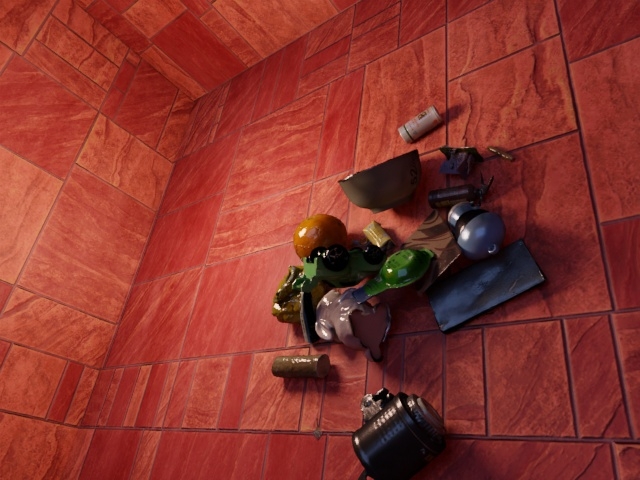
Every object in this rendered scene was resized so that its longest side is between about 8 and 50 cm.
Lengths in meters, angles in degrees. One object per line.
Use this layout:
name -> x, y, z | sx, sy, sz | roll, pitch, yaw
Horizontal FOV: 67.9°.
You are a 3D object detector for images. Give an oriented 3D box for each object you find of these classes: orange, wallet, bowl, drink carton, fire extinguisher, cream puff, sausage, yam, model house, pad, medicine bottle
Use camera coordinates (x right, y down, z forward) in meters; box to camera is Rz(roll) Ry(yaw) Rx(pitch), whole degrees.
orange -> 0.000, 0.000, 2.059 | 0.240, 0.240, 0.240 | -24, 49, 30
wallet -> 0.539, 0.155, 1.591 | 0.379, 0.046, 0.191 | -32, 46, 21
bowl -> 0.264, -0.224, 1.955 | 0.353, 0.354, 0.185 | -19, 94, 33
drink carton -> 0.234, -0.027, 1.981 | 0.084, 0.074, 0.200 | -45, 43, 9
fire extinguisher -> 0.531, -0.187, 1.794 | 0.252, 0.106, 0.075 | -8, 23, 38
cream puff -> -0.109, 0.222, 2.040 | 0.281, 0.185, 0.282 | -20, 52, 28
sausage -> 0.686, -0.334, 1.815 | 0.024, 0.024, 0.132 | -48, 42, 5
yam -> -0.084, 0.501, 1.890 | 0.259, 0.093, 0.093 | -12, 55, 37
model house -> 0.538, -0.302, 1.864 | 0.167, 0.117, 0.088 | 13, 75, 43
pad -> 0.392, 0.032, 1.735 | 0.220, 0.004, 0.330 | -51, 21, 22
medicine bottle -> 0.446, -0.515, 2.117 | 0.183, 0.086, 0.086 | -32, 45, 22

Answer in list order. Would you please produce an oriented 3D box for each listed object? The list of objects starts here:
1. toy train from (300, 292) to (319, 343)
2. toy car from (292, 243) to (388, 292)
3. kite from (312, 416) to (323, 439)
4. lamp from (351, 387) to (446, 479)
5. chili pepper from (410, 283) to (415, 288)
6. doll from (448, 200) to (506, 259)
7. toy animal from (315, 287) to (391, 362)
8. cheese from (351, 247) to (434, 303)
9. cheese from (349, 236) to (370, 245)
toy train -> -0.051, 0.301, 1.916 | 0.052, 0.234, 0.051 | -24, 21, -38
toy car -> 0.077, 0.105, 1.847 | 0.213, 0.358, 0.177 | 173, 97, -70
kite -> -0.015, 0.697, 1.754 | 0.044, 0.002, 0.078 | -43, 43, 11
lamp -> 0.242, 0.602, 1.424 | 0.272, 0.205, 0.374 | -35, 33, 25
chili pepper -> 0.376, 0.127, 1.746 | 0.073, 0.070, 0.123 | 12, 68, 29
doll -> 0.538, -0.037, 1.644 | 0.177, 0.141, 0.314 | -52, 21, 20
toy animal -> 0.100, 0.306, 1.811 | 0.357, 0.193, 0.258 | -1, 85, 60
cheese -> 0.257, 0.124, 1.691 | 0.320, 0.083, 0.204 | -33, 25, -1
cheese -> 0.171, 0.005, 2.059 | 0.111, 0.017, 0.047 | -2, 58, 42
